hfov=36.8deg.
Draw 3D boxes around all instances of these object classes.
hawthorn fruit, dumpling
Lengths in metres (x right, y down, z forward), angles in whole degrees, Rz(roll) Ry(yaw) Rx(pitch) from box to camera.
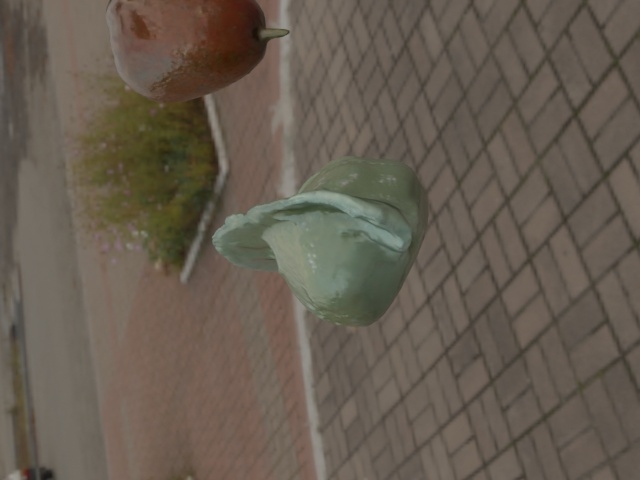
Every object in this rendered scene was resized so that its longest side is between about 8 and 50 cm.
[{"bbox_3d":[-0.161,-0.284,1.311,0.199,0.251,0.199,5,-90,-77],"label":"hawthorn fruit"},{"bbox_3d":[0.027,0.010,1.234,0.212,0.270,0.320,52,149,31],"label":"dumpling"}]
